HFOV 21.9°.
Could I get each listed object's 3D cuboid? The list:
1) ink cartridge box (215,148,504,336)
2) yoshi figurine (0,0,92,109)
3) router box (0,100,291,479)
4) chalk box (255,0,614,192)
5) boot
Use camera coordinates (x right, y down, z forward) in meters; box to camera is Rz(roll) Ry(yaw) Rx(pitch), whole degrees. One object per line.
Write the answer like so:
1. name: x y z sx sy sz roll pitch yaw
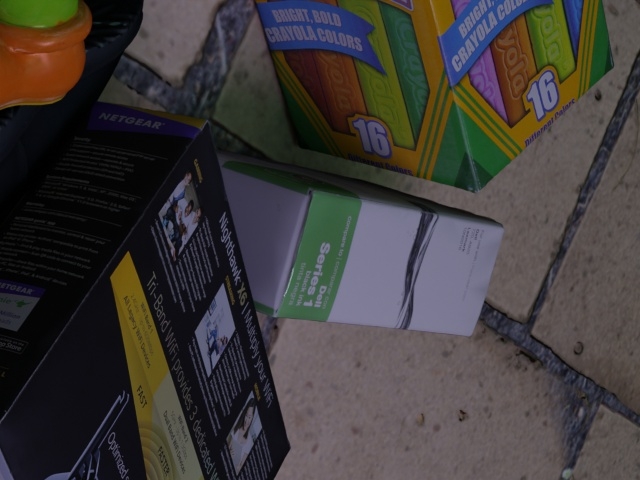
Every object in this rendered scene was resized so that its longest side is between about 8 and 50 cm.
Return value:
1. ink cartridge box: 0.000 0.000 1.171 0.219 0.160 0.092 10 97 -48
2. yoshi figurine: -0.158 -0.246 0.802 0.362 0.203 0.203 -63 179 35
3. router box: -0.122 0.112 0.984 0.309 0.081 0.243 79 31 -43
4. chalk box: 0.065 -0.211 1.155 0.179 0.180 0.289 -42 129 -30
5. boot: -0.192 -0.034 1.008 0.246 0.094 0.207 -61 166 -51
